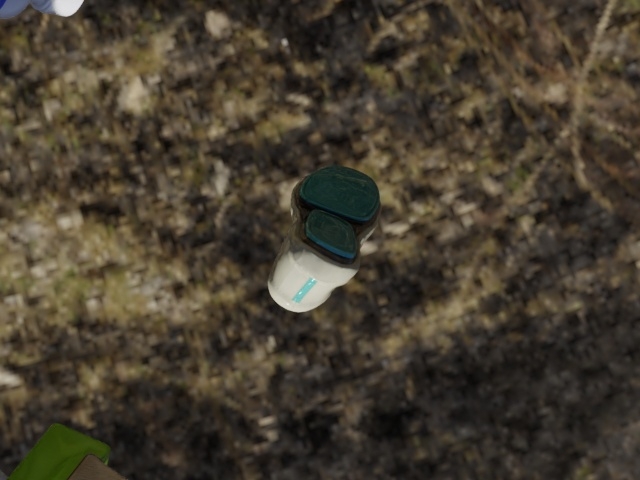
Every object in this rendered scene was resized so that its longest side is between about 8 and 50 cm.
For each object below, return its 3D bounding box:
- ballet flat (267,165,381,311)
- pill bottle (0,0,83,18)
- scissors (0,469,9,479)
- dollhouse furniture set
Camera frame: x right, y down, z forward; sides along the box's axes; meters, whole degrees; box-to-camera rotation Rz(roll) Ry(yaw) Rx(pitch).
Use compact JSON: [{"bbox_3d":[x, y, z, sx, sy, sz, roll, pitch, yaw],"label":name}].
[{"bbox_3d":[0.000,0.000,1.294,0.086,0.086,0.248,-27,-169,17],"label":"ballet flat"},{"bbox_3d":[-0.400,-0.336,1.633,0.272,0.152,0.152,8,145,-33],"label":"pill bottle"},{"bbox_3d":[-0.358,0.161,1.335,0.297,0.109,0.021,20,167,10],"label":"scissors"},{"bbox_3d":[-0.238,0.329,1.300,0.197,0.151,0.301,-53,172,-35],"label":"dollhouse furniture set"}]
